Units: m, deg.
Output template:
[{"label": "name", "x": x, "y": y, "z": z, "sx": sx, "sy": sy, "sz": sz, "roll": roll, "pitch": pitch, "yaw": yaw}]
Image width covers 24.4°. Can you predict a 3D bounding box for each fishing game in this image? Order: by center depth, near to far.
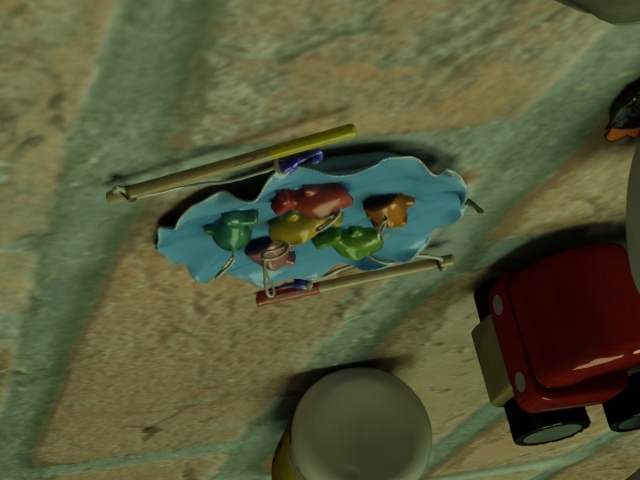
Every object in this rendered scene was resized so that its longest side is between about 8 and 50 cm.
[{"label": "fishing game", "x": 0.000, "y": 0.000, "z": 0.858, "sx": 0.189, "sy": 0.041, "sz": 0.264, "roll": -13, "pitch": 161, "yaw": 9}]

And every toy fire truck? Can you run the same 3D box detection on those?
[{"label": "toy fire truck", "x": 0.248, "y": 0.058, "z": 1.004, "sx": 0.217, "sy": 0.158, "sz": 0.246, "roll": -4, "pitch": 156, "yaw": -21}]

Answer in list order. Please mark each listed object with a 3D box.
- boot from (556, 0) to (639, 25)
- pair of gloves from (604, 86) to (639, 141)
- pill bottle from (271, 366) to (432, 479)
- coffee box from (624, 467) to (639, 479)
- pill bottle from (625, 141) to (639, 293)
[{"label": "boot", "x": 0.111, "y": -0.143, "z": 0.469, "sx": 0.190, "sy": 0.076, "sz": 0.209, "roll": -35, "pitch": 153, "yaw": 34}, {"label": "pair of gloves", "x": 0.199, "y": -0.076, "z": 0.809, "sx": 0.083, "sy": 0.010, "sz": 0.074, "roll": -9, "pitch": 163, "yaw": -6}, {"label": "pill bottle", "x": 0.021, "y": 0.192, "z": 1.291, "sx": 0.117, "sy": 0.117, "sz": 0.215, "roll": -8, "pitch": 160, "yaw": -12}, {"label": "coffee box", "x": 0.462, "y": 0.228, "z": 1.091, "sx": 0.338, "sy": 0.338, "sz": 0.334, "roll": -38, "pitch": 174, "yaw": -4}, {"label": "pill bottle", "x": 0.286, "y": -0.013, "z": 0.823, "sx": 0.216, "sy": 0.121, "sz": 0.121, "roll": 0, "pitch": 160, "yaw": -2}]
